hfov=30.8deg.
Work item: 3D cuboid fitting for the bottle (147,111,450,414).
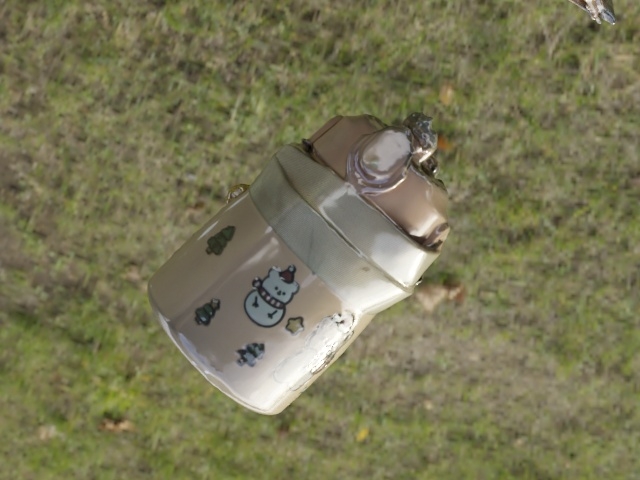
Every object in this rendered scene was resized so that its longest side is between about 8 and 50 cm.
[{"bbox_3d":[0.001,0.001,0.547,0.152,0.099,0.099,-46,123,5],"label":"bottle"}]

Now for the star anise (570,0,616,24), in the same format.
[{"bbox_3d":[0.142,-0.209,0.739,0.129,0.056,0.124,41,154,31],"label":"star anise"}]
